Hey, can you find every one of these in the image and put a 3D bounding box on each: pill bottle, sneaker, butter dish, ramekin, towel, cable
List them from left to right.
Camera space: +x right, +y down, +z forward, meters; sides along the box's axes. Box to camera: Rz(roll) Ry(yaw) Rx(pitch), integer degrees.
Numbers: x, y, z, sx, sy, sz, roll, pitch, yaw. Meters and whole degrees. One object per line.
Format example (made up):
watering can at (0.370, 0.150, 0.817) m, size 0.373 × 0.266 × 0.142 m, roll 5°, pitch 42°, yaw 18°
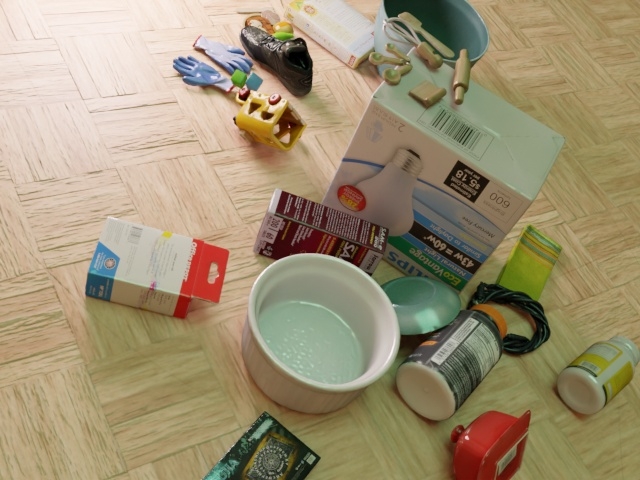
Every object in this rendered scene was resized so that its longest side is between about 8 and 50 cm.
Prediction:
sneaker at (-0.100, -0.459, 1.873) m, size 0.087 × 0.130 × 0.227 m, roll -37°, pitch 75°, yaw -26°
ramekin at (-0.009, 0.172, 1.403) m, size 0.277 × 0.135 × 0.277 m, roll 11°, pitch 50°, yaw -13°
pill bottle at (0.259, 0.217, 1.482) m, size 0.130 × 0.130 × 0.245 m, roll 42°, pitch 49°, yaw 13°
butter dish at (0.282, 0.367, 1.379) m, size 0.118 × 0.160 × 0.160 m, roll 29°, pitch 43°, yaw 34°
cable at (0.396, 0.166, 1.636) m, size 0.184 × 0.047 × 0.151 m, roll 28°, pitch 48°, yaw 0°
towel at (0.473, 0.058, 1.774) m, size 0.102 × 0.021 × 0.237 m, roll 33°, pitch 48°, yaw 6°
pill bottle at (0.569, 0.266, 1.589) m, size 0.184 × 0.103 × 0.103 m, roll -26°, pitch 66°, yaw -36°

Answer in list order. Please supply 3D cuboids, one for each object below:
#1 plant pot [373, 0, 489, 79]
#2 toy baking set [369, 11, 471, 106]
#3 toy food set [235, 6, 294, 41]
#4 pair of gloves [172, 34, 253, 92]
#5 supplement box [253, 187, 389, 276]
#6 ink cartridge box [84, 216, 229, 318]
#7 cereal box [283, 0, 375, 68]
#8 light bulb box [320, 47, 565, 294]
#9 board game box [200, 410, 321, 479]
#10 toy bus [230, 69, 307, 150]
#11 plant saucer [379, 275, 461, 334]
plant pot at (0.258, -0.495, 2.013) m, size 0.292 × 0.196 × 0.293 m, roll 11°, pitch 54°, yaw -15°
toy baking set at (0.199, -0.355, 1.499) m, size 0.196 × 0.030 × 0.256 m, roll 23°, pitch 49°, yaw -3°
toy food set at (-0.134, -0.544, 1.999) m, size 0.132 × 0.039 × 0.192 m, roll -9°, pitch 57°, yaw -28°
pair of gloves at (-0.255, -0.413, 1.855) m, size 0.159 × 0.023 × 0.198 m, roll 26°, pitch 47°, yaw 1°
supplement box at (0.000, 0.000, 1.550) m, size 0.239 × 0.130 × 0.073 m, roll 19°, pitch 48°, yaw -6°
ink cartridge box at (-0.292, 0.055, 1.418) m, size 0.230 × 0.078 × 0.134 m, roll 16°, pitch 49°, yaw -10°
cereal box at (0.044, -0.569, 2.080) m, size 0.240 × 0.047 × 0.173 m, roll 39°, pitch 47°, yaw 6°
light bulb box at (0.230, -0.124, 1.591) m, size 0.357 × 0.361 × 0.225 m, roll 34°, pitch 50°, yaw 7°
board game box at (-0.101, 0.379, 1.269) m, size 0.126 × 0.026 × 0.186 m, roll 39°, pitch 49°, yaw 11°
toy bus at (-0.134, -0.264, 1.722) m, size 0.190 × 0.202 × 0.104 m, roll 33°, pitch 78°, yaw -4°
plant saucer at (0.175, 0.113, 1.525) m, size 0.194 × 0.038 × 0.195 m, roll -6°, pitch 28°, yaw 3°
